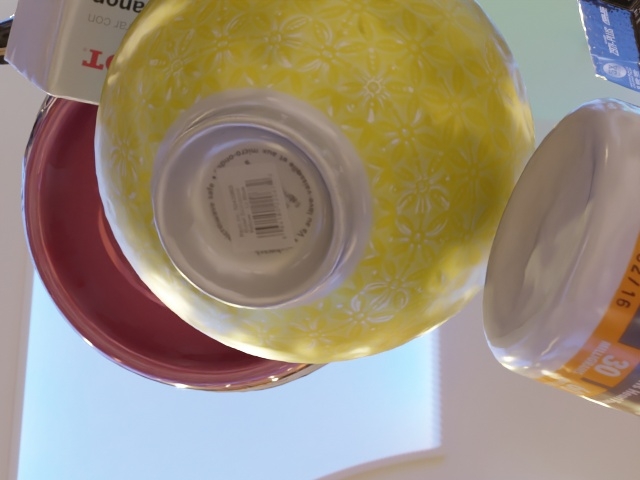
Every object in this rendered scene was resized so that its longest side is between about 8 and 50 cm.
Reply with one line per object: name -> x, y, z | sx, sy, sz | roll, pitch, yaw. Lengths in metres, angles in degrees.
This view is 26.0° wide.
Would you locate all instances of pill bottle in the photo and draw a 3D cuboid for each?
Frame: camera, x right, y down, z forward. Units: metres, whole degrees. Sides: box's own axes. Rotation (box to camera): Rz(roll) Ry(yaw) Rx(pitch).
pill bottle -> 0.246, 0.038, 0.779 | 0.278, 0.162, 0.162 | 20, -114, -11

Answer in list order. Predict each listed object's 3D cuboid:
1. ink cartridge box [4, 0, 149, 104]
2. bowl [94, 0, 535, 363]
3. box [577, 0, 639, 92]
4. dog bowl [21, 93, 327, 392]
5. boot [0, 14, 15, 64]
ink cartridge box -> -0.080, -0.243, 1.023 | 0.226, 0.131, 0.306 | 10, -78, -27
bowl -> -0.022, -0.038, 0.847 | 0.289, 0.289, 0.156 | 38, -155, 0
box -> 0.383, -0.285, 1.584 | 0.077, 0.147, 0.180 | 28, -109, 36
dog bowl -> -0.101, -0.037, 1.332 | 0.408, 0.150, 0.408 | 0, -83, 2
boot -> -0.225, -0.243, 1.191 | 0.198, 0.077, 0.137 | -37, -57, -35
